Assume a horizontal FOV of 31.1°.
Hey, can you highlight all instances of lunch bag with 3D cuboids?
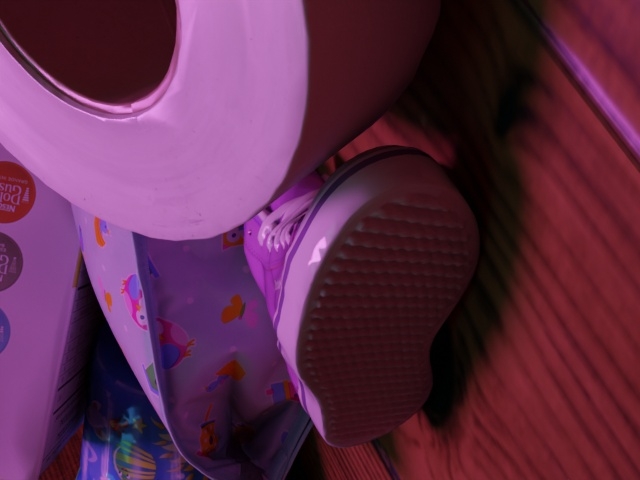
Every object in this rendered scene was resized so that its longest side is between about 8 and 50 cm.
[{"bbox_3d":[-0.089,0.039,0.875,0.223,0.160,0.262,-143,40,-60],"label":"lunch bag"}]

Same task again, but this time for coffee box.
[{"bbox_3d":[-0.370,0.007,1.089,0.338,0.337,0.334,-131,52,-86],"label":"coffee box"}]

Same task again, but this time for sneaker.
[{"bbox_3d":[-0.001,0.000,0.645,0.282,0.102,0.161,98,150,-60],"label":"sneaker"}]

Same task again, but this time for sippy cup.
[{"bbox_3d":[-0.134,0.184,1.129,0.305,0.240,0.224,28,131,33],"label":"sippy cup"}]

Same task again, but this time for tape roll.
[{"bbox_3d":[-0.088,-0.145,0.527,0.286,0.100,0.286,26,137,28],"label":"tape roll"}]
